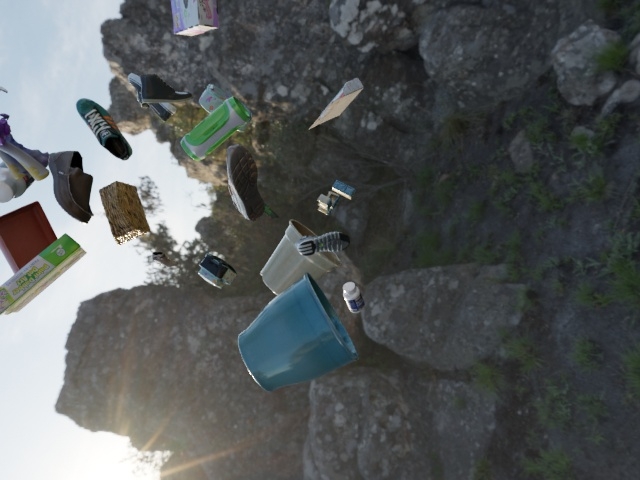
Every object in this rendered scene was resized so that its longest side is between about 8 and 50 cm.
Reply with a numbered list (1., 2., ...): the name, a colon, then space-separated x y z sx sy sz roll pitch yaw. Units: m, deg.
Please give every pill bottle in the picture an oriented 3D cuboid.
1. pill bottle: 0.179 0.309 2.208 0.094 0.094 0.169 -89 -20 -51
2. pill bottle: -1.012 -0.199 1.319 0.180 0.107 0.108 -111 33 -55

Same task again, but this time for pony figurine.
1. pony figurine: -0.884 -0.272 1.005 0.303 0.351 0.363 50 173 39

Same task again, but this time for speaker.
1. speaker: -0.443 -0.469 1.705 0.296 0.131 0.131 -36 22 12

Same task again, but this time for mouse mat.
1. mouse mat: -0.274 -0.162 1.997 0.007 0.152 0.189 -47 -3 9

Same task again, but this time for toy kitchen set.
1. toy kitchen set: 0.088 -0.239 2.161 0.207 0.122 0.166 -59 -11 -15

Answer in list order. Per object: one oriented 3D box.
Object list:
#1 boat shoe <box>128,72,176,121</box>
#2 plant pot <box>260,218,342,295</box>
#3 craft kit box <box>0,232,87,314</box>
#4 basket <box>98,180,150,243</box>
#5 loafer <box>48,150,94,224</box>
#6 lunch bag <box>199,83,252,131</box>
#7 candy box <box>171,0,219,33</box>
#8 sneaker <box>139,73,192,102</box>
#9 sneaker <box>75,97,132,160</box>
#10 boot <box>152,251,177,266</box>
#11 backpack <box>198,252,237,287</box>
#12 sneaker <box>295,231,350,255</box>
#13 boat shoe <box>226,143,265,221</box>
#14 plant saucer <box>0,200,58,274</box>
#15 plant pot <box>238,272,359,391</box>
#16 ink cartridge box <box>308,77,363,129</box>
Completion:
1. boat shoe: -0.944 -0.781 2.207 0.119 0.335 0.121 -49 -10 -1
2. plant pot: -0.118 0.117 1.985 0.305 0.333 0.334 -48 15 9
3. craft kit box: -0.762 0.095 1.096 0.250 0.061 0.246 -49 18 -23
4. basket: -1.103 -0.142 2.175 0.213 0.223 0.299 7 -118 -78
5. loafer: -0.999 -0.235 1.644 0.366 0.130 0.134 60 175 17
6. lunch bag: -0.496 -0.705 2.121 0.108 0.279 0.224 -49 26 21
7. candy box: -0.395 -0.743 1.260 0.196 0.070 0.165 21 117 46
8. sneaker: -0.680 -0.676 1.791 0.083 0.222 0.118 30 127 46
9. sneaker: -0.935 -0.482 1.753 0.108 0.302 0.121 -38 25 -6
10. boot: -0.793 0.092 2.049 0.087 0.118 0.042 96 172 -48
11. backpack: -0.542 0.170 2.147 0.144 0.165 0.188 -61 -21 -4
12. sneaker: 0.000 0.000 1.692 0.132 0.228 0.086 -148 53 -65
13. boat shoe: -0.313 -0.222 1.568 0.116 0.123 0.325 29 139 37
14. plant saucer: -1.009 0.017 1.400 0.258 0.047 0.259 -105 0 -70
15. plant pot: -0.074 0.268 1.105 0.272 0.255 0.271 59 -179 -1
16. ink cartridge box: 0.053 -0.565 1.666 0.232 0.066 0.189 -33 -2 -40
